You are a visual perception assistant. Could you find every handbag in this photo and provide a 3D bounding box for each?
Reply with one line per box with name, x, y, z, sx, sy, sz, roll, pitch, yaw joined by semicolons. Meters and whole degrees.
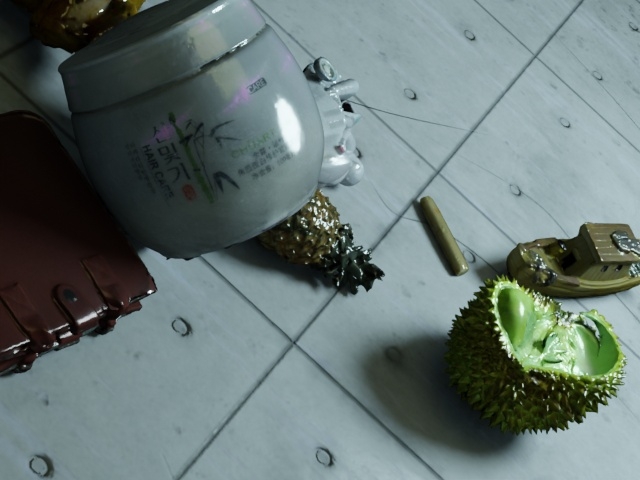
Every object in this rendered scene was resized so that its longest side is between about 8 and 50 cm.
handbag;-0.335;-0.001;1.460;0.275;0.084;0.260;53;37;12

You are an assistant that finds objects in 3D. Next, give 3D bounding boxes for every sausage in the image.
sausage;0.174;-0.009;1.948;0.024;0.024;0.132;-1;56;-41

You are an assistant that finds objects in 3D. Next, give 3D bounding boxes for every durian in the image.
durian;0.265;0.151;1.757;0.237;0.176;0.200;9;58;-28

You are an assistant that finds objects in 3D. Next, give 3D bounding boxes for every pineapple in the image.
pineapple;0.000;0.000;1.742;0.197;0.108;0.108;37;37;-27

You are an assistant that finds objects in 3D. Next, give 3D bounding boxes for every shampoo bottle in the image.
shampoo bottle;-0.145;-0.139;1.566;0.266;0.273;0.273;65;34;-19

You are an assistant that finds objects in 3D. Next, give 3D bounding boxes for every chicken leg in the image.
chicken leg;-0.249;-0.319;1.728;0.409;0.182;0.295;4;60;-24

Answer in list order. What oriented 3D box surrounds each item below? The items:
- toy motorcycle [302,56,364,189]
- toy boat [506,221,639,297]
toy motorcycle;-0.001;-0.144;1.872;0.171;0.110;0.260;53;29;-12
toy boat;0.399;0.029;2.031;0.321;0.121;0.089;1;59;-40
